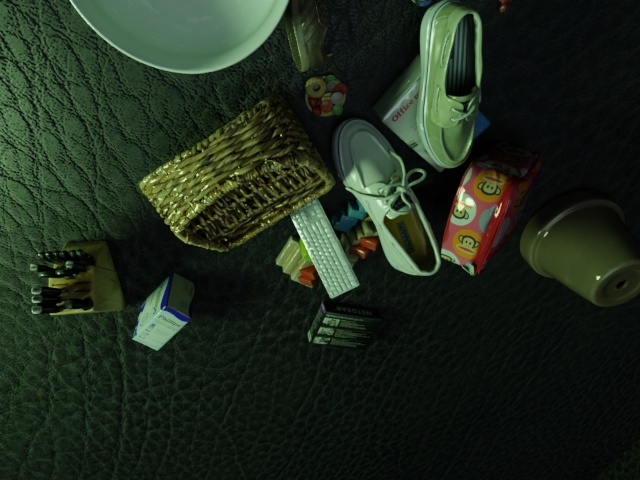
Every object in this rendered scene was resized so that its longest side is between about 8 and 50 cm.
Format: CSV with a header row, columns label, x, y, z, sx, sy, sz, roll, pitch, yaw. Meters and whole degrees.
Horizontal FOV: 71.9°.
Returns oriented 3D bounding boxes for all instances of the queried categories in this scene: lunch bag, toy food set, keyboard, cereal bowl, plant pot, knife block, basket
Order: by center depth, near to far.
label,x,y,z,sx,sy,sz,roll,pitch,yaw
cereal bowl,-0.203,-0.432,0.637,0.340,0.141,0.338,-6,127,-8
basket,-0.142,-0.099,0.821,0.299,0.213,0.222,-29,106,10
toy food set,0.011,-0.283,0.866,0.083,0.020,0.083,-7,127,-6
knife block,-0.507,0.122,0.929,0.088,0.242,0.275,-3,127,-8
lunch bag,0.360,-0.061,0.949,0.120,0.293,0.258,27,126,25
keyboard,0.000,0.000,0.987,0.072,0.014,0.255,-26,90,9
plant pot,0.680,0.040,1.110,0.264,0.229,0.262,-5,128,-7

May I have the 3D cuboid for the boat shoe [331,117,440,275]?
label,x,y,z,sx,sy,sz,roll,pitch,yaw
boat shoe,0.147,-0.081,0.892,0.136,0.156,0.366,-28,104,-11

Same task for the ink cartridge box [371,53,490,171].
label,x,y,z,sx,sy,sz,roll,pitch,yaw
ink cartridge box,0.222,-0.252,0.892,0.191,0.082,0.139,33,113,-28

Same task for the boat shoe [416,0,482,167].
label,x,y,z,sx,sy,sz,roll,pitch,yaw
boat shoe,0.231,-0.256,0.781,0.109,0.094,0.302,-18,125,-2

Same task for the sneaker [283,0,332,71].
label,x,y,z,sx,sy,sz,roll,pitch,yaw
sneaker,-0.025,-0.394,0.761,0.071,0.066,0.188,-24,135,-14

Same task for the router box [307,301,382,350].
label,x,y,z,sx,sy,sz,roll,pitch,yaw
router box,0.069,0.246,1.259,0.179,0.046,0.133,12,123,-19

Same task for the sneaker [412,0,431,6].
label,x,y,z,sx,sy,sz,roll,pitch,yaw
sneaker,0.136,-0.472,0.682,0.316,0.127,0.182,3,124,-15

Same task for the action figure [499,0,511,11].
label,x,y,z,sx,sy,sz,roll,pitch,yaw
action figure,0.347,-0.471,0.788,0.038,0.030,0.115,1,128,-18

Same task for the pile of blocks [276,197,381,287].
label,x,y,z,sx,sy,sz,roll,pitch,yaw
pile of blocks,0.058,-0.003,1.028,0.362,0.112,0.149,-33,126,13

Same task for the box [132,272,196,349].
label,x,y,z,sx,sy,sz,roll,pitch,yaw
box,-0.374,0.169,1.064,0.137,0.126,0.072,-42,121,19
